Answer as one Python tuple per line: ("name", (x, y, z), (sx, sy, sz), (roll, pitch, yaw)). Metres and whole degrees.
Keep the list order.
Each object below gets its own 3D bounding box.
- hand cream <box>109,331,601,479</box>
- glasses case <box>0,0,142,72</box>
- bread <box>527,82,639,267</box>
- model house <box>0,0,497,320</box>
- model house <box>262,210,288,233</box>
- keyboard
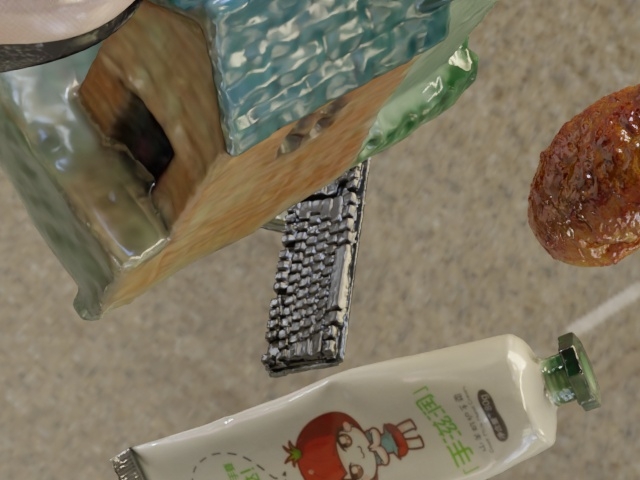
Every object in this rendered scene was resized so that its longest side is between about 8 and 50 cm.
("hand cream", (0.024, 0.145, 1.051), (0.336, 0.076, 0.121), (-22, 97, 14))
("glasses case", (-0.217, -0.114, 0.585), (0.314, 0.122, 0.075), (-2, 146, -2))
("bread", (0.290, -0.073, 1.426), (0.269, 0.095, 0.139), (-40, 73, 43))
("model house", (-0.013, -0.147, 0.703), (0.194, 0.267, 0.325), (56, 150, 5))
("model house", (-0.025, -0.164, 1.765), (0.218, 0.278, 0.205), (14, 126, 27))
("keyboard", (0.000, 0.000, 1.233), (0.072, 0.231, 0.023), (-13, 142, 32))
